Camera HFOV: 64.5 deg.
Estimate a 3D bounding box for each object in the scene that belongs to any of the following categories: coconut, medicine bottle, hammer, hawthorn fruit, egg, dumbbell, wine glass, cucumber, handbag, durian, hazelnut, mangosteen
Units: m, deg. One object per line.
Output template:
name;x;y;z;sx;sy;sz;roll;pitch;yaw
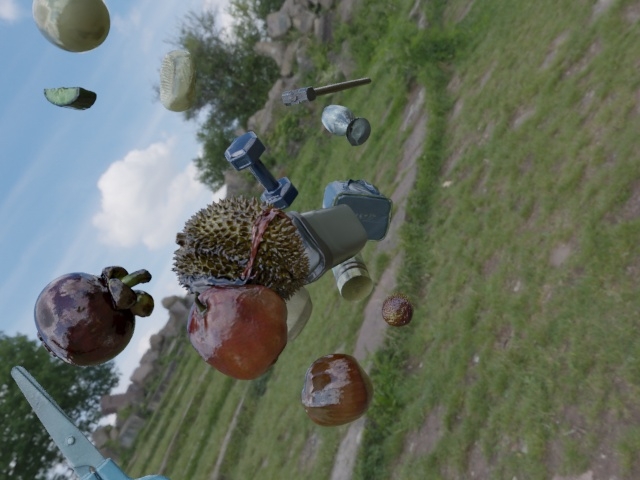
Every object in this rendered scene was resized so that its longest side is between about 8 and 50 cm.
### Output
coconut;-0.172;0.224;1.734;0.237;0.265;0.237;-52;14;19
medicine bottle;0.126;0.114;2.318;0.151;0.151;0.323;-63;27;30
hammer;0.042;-0.491;1.635;0.111;0.044;0.365;4;24;45
hawthorn fruit;-0.198;0.193;1.160;0.224;0.260;0.224;-33;39;32
egg;-0.667;-0.605;1.370;0.186;0.185;0.242;-64;23;18
dumbbell;-0.225;-0.260;1.980;0.144;0.325;0.160;7;55;46
wine glass;0.100;-0.477;2.072;0.241;0.126;0.127;46;115;50
cucumber;-0.799;-0.454;1.629;0.115;0.116;0.062;-43;-48;-78
handbag;0.143;-0.120;2.024;0.241;0.262;0.223;-106;24;-70
durian;-0.216;0.043;1.424;0.347;0.384;0.348;-161;90;-78
hazelnut;0.053;0.434;1.449;0.210;0.186;0.210;-21;-66;-61
mangosteen;-0.481;0.152;1.111;0.257;0.215;0.215;-32;-7;-19

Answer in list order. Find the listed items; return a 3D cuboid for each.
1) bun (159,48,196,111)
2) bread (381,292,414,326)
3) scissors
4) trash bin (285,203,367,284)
bun;-0.436;-0.496;1.583;0.164;0.110;0.188;25;113;57
bread;0.195;0.177;1.276;0.085;0.085;0.053;-63;-2;24
scissors;-0.453;0.417;0.971;0.192;0.447;0.029;-38;-5;-31
trash bin;0.000;0.000;1.673;0.250;0.219;0.220;-21;-16;-41
